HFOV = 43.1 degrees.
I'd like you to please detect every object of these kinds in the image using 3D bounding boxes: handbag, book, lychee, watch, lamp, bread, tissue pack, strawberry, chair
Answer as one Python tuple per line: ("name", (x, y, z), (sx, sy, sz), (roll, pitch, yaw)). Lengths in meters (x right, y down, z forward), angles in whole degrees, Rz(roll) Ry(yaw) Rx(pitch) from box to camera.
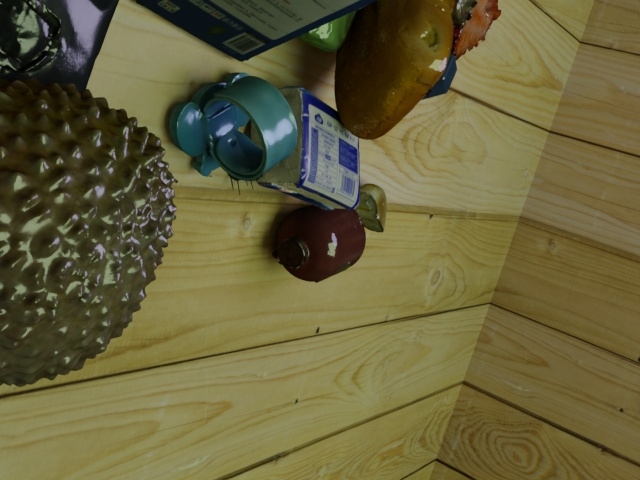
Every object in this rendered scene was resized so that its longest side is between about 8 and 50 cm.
("handbag", (-0.383, -0.282, 1.113), (0.211, 0.088, 0.254), (13, 102, -63))
("book", (-0.041, -0.421, 1.294), (0.300, 0.428, 0.039), (17, 60, -59))
("lychee", (-0.377, -0.023, 0.993), (0.432, 0.380, 0.380), (-43, 143, -31))
("watch", (-0.140, -0.196, 1.461), (0.211, 0.193, 0.211), (-34, 135, -42))
("lamp", (0.000, 0.000, 1.861), (0.258, 0.180, 0.180), (-22, 128, -54))
("bread", (0.131, -0.397, 1.629), (0.337, 0.148, 0.328), (140, -36, -57))
("tissue pack", (-0.026, -0.181, 1.687), (0.269, 0.137, 0.209), (16, 70, -62))
("strawberry", (0.367, -0.619, 2.072), (0.280, 0.150, 0.253), (-39, 153, -52))
("chair", (-0.161, -0.137, 1.633), (0.037, 0.042, 0.086), (41, 38, -61))
("bread", (0.131, -0.096, 2.090), (0.094, 0.083, 0.157), (-63, 153, -14))

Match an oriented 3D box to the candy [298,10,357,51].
("candy", (0.037, -0.547, 1.578), (0.344, 0.132, 0.142), (-68, 158, -1))

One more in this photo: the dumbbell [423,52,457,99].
("dumbbell", (0.229, -0.486, 1.918), (0.144, 0.160, 0.325), (-37, 144, -8))
